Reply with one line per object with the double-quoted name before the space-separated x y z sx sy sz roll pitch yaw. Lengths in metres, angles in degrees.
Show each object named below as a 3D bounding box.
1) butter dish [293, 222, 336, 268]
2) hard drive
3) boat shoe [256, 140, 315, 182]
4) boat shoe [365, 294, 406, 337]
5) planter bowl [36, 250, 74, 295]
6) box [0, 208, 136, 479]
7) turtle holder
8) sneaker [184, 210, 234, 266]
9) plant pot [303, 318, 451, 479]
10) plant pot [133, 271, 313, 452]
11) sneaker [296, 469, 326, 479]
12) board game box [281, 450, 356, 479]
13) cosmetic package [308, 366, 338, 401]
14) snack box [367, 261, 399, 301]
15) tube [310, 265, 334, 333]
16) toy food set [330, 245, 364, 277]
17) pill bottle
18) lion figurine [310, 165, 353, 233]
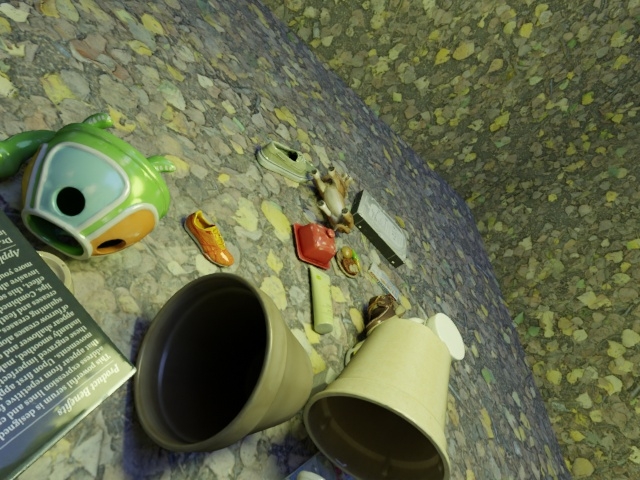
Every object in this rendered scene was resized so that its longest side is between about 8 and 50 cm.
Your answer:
"butter dish" 0.000 0.000 1.489 0.160 0.118 0.160 24 43 -41
"hard drive" 0.279 -0.060 1.985 0.339 0.064 0.237 45 32 -15
"boat shoe" -0.110 -0.301 1.647 0.302 0.094 0.109 7 55 -51
"boat shoe" 0.215 0.260 1.535 0.123 0.123 0.342 51 21 12
"planter bowl" -0.501 0.083 0.731 0.162 0.109 0.162 34 36 -30
"box" -0.491 0.125 0.526 0.395 0.293 0.212 53 31 -5
"turtle holder" -0.472 -0.110 0.834 0.320 0.243 0.227 49 48 -28
"sneaker" -0.292 -0.001 1.139 0.175 0.067 0.064 50 30 -12
"plant pot" 0.176 0.370 1.028 0.334 0.334 0.305 50 42 -9
"plant pot" -0.161 0.267 0.878 0.280 0.323 0.323 44 29 -50
"sneaker" 0.006 0.591 0.889 0.094 0.080 0.212 -33 89 -47
"board game box" 0.044 0.699 0.953 0.390 0.050 0.390 -5 64 -55
"cosmetic package" 0.064 0.459 1.161 0.239 0.099 0.060 49 32 -12
"snack box" 0.265 0.174 1.780 0.178 0.022 0.064 50 31 -9
"tube" 0.005 0.186 1.381 0.240 0.062 0.070 -95 179 -47
"toy food set" 0.109 0.081 1.638 0.192 0.038 0.132 6 56 -52
"pill bottle" 0.254 0.352 1.294 0.188 0.334 0.188 34 37 -31
"lion figurine" 0.064 -0.141 1.681 0.240 0.142 0.392 59 22 -53
